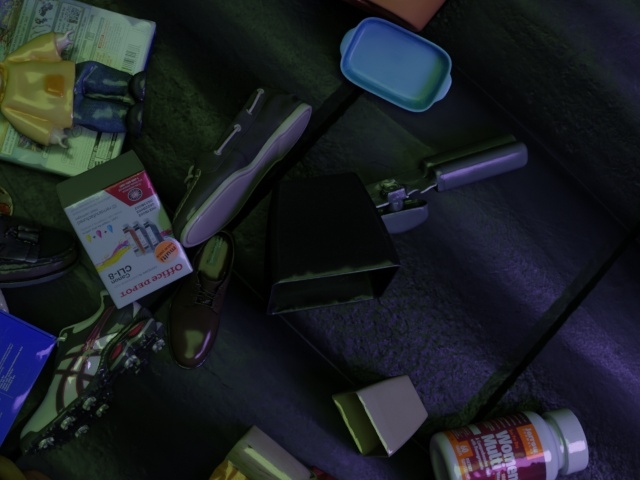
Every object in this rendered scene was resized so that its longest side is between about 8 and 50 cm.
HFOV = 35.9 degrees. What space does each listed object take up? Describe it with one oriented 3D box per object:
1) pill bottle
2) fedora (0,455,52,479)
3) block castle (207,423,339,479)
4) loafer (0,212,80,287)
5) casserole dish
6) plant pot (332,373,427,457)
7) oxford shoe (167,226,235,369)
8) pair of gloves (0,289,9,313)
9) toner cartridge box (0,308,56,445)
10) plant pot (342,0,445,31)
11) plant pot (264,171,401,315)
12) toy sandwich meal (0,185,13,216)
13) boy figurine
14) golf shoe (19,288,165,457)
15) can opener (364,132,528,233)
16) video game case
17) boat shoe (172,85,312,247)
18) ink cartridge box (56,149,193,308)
[{"bbox_3d":[0.290,0.332,1.526,0.221,0.121,0.121,-12,86,-9],"label":"pill bottle"},{"bbox_3d":[-0.418,0.393,1.419,0.079,0.194,0.194,-15,86,-48],"label":"fedora"},{"bbox_3d":[-0.090,0.418,1.296,0.213,0.453,0.303,38,79,5],"label":"block castle"},{"bbox_3d":[-0.505,0.004,1.433,0.303,0.095,0.109,0,41,-10],"label":"loafer"},{"bbox_3d":[0.121,-0.285,1.592,0.189,0.037,0.114,25,107,-5],"label":"casserole dish"},{"bbox_3d":[0.098,0.261,1.518,0.096,0.109,0.109,-27,89,-23],"label":"plant pot"},{"bbox_3d":[-0.182,0.084,1.496,0.083,0.096,0.227,12,84,-9],"label":"oxford shoe"},{"bbox_3d":[-0.584,0.134,1.457,0.240,0.042,0.204,0,84,-9],"label":"pair of gloves"},{"bbox_3d":[-0.531,0.255,1.386,0.165,0.075,0.347,33,74,-25],"label":"toner cartridge box"},{"bbox_3d":[0.110,-0.454,1.518,0.291,0.291,0.203,24,97,-5],"label":"plant pot"},{"bbox_3d":[0.000,0.000,1.495,0.188,0.188,0.166,-9,74,-9],"label":"plant pot"},{"bbox_3d":[-0.509,-0.050,1.493,0.086,0.029,0.085,1,84,-8],"label":"toy sandwich meal"},{"bbox_3d":[-0.397,-0.226,1.436,0.285,0.092,0.177,9,85,-11],"label":"boy figurine"},{"bbox_3d":[-0.356,0.199,1.468,0.120,0.105,0.273,38,75,15],"label":"golf shoe"},{"bbox_3d":[0.198,-0.088,1.595,0.284,0.076,0.095,-17,119,-10],"label":"can opener"},{"bbox_3d":[-0.404,-0.235,1.512,0.244,0.061,0.269,15,82,-8],"label":"video game case"},{"bbox_3d":[-0.137,-0.117,1.484,0.096,0.112,0.335,31,53,12],"label":"boat shoe"},{"bbox_3d":[-0.286,-0.017,1.444,0.128,0.127,0.176,-27,116,-10],"label":"ink cartridge box"}]
